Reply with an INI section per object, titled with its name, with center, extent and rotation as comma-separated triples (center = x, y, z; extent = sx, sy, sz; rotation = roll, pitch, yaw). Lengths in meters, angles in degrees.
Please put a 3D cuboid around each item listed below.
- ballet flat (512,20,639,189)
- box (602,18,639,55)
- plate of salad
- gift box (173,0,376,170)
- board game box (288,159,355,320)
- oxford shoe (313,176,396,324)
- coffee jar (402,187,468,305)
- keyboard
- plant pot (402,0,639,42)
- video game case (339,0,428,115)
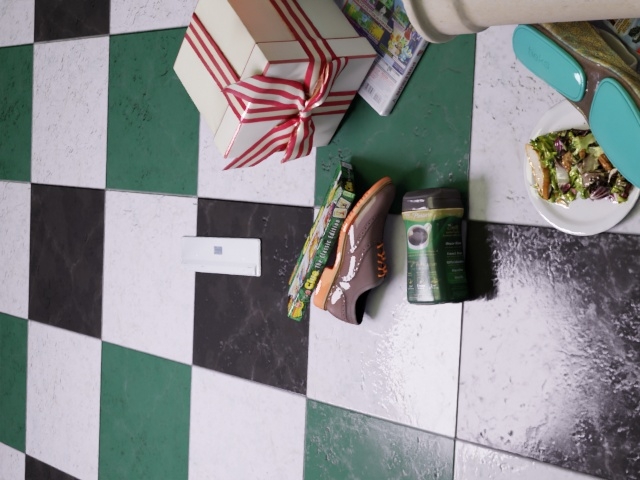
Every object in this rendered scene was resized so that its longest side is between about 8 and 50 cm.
[ballet flat]
center = 0.392, -0.201, 1.394
extent = 0.123, 0.123, 0.348
rotation = -59, 47, 30
[box]
center = 0.452, -0.319, 1.392
extent = 0.094, 0.027, 0.137
rotation = 55, 127, 31
[plate of salad]
center = 0.364, -0.107, 1.477
extent = 0.200, 0.048, 0.199
rotation = 1, 91, 47
[gift box]
center = -0.096, -0.281, 1.777
extent = 0.258, 0.276, 0.255
rotation = 57, 144, 26
[board game box]
center = 0.000, 0.000, 1.824
extent = 0.136, 0.030, 0.259
rotation = -87, 18, -65
[oxford shoe]
center = 0.082, 0.020, 1.763
extent = 0.098, 0.097, 0.271
rotation = 32, 120, 19
[coffee jar]
center = 0.180, 0.009, 1.650
extent = 0.096, 0.079, 0.184
rotation = -3, 90, 50
[keyboard]
center = -0.205, 0.030, 2.108
extent = 0.256, 0.014, 0.072
rotation = 2, 88, 46
[plant pot]
center = 0.300, -0.403, 1.311
extent = 0.306, 0.334, 0.333
rotation = 11, 100, 27
[video game case]
center = 0.094, -0.342, 1.773
extent = 0.201, 0.023, 0.183
rotation = 50, 125, 34
